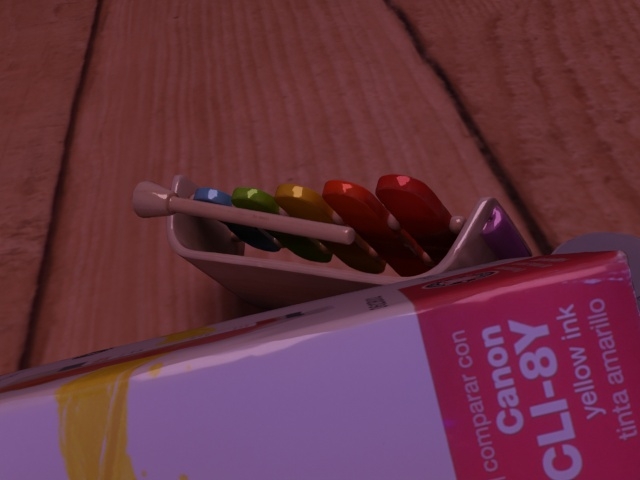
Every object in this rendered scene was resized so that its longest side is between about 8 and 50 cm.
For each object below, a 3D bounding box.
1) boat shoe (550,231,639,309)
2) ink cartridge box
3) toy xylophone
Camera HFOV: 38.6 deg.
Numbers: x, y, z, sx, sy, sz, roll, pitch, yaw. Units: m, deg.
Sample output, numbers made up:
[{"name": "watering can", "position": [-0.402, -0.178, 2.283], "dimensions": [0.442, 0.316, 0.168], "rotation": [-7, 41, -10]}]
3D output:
[{"name": "boat shoe", "position": [0.251, 0.101, 0.590], "dimensions": [0.113, 0.105, 0.306], "rotation": [-28, 30, -13]}, {"name": "ink cartridge box", "position": [-0.041, 0.125, 0.499], "dimensions": [0.385, 0.160, 0.279], "rotation": [-14, -2, 1]}, {"name": "toy xylophone", "position": [0.000, 0.000, 0.733], "dimensions": [0.323, 0.236, 0.081], "rotation": [9, 70, 25]}]
